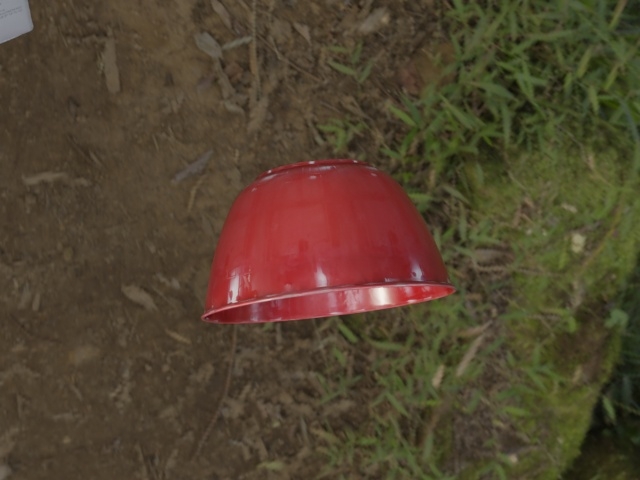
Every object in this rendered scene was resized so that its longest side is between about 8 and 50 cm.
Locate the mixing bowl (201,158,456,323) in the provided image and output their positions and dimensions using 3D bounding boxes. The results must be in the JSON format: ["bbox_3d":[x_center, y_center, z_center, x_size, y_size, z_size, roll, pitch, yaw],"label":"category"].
[{"bbox_3d":[0.000,0.000,0.698,0.182,0.181,0.098,-4,80,-19],"label":"mixing bowl"}]

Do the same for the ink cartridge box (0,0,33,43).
[{"bbox_3d":[-0.180,-0.189,0.375,0.066,0.232,0.189,-27,90,-19],"label":"ink cartridge box"}]
